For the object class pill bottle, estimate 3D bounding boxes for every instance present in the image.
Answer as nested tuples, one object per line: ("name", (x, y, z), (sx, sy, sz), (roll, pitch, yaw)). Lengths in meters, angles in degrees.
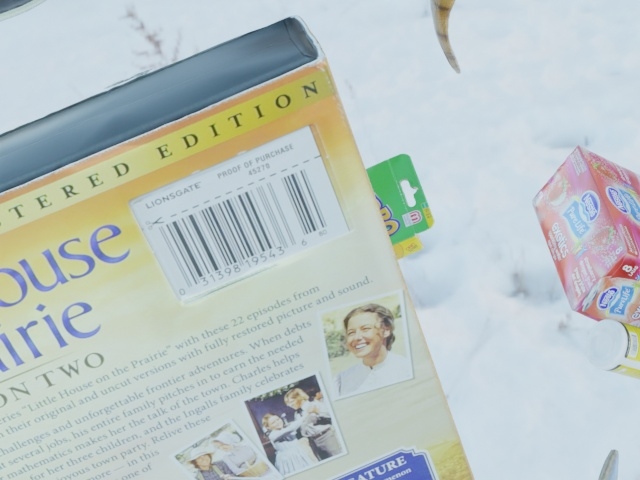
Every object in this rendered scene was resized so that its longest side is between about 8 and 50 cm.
("pill bottle", (0.397, 0.141, 1.410), (0.116, 0.065, 0.065), (17, 18, -30))

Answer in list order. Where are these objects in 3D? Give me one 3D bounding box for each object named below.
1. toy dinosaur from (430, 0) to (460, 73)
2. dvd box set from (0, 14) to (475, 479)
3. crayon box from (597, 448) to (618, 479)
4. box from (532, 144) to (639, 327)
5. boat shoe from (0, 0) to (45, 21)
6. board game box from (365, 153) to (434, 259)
("toy dinosaur", (0.081, -0.154, 0.509), (0.211, 0.112, 0.064), (-36, 14, 48))
("dvd box set", (-0.080, 0.123, 0.614), (0.307, 0.420, 0.062), (-23, 35, -1))
("crayon box", (0.100, 0.259, 0.347), (0.083, 0.323, 0.203), (9, 31, 27))
("box", (0.408, -0.001, 1.577), (0.128, 0.123, 0.257), (22, 33, -20))
("boat shoe", (-0.206, -0.296, 0.860), (0.500, 0.187, 0.156), (-14, 3, 22))
("board game box", (0.000, 0.000, 1.258), (0.259, 0.039, 0.124), (-26, 47, 11))
